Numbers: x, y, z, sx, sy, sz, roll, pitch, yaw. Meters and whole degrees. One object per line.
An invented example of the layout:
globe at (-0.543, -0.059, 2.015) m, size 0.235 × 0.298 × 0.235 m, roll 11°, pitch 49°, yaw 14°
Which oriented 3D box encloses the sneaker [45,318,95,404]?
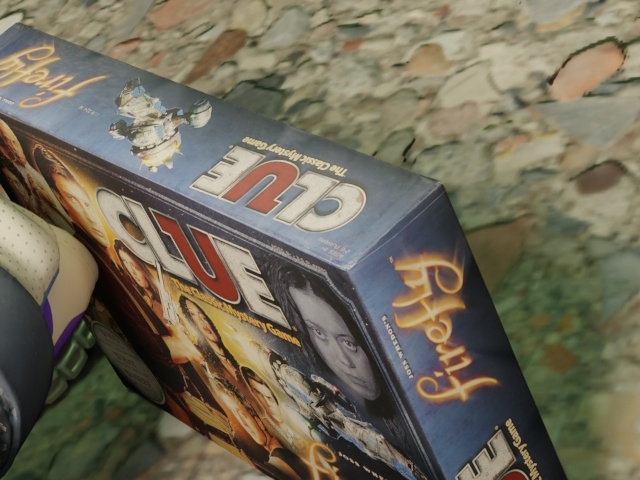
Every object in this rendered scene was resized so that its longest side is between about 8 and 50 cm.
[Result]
sneaker at (-0.126, 0.024, 0.817) m, size 0.166 × 0.065 × 0.076 m, roll -41°, pitch 21°, yaw -24°

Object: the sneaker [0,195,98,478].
sneaker at (-0.118, 0.087, 0.584) m, size 0.236 × 0.323 × 0.130 m, roll -39°, pitch -9°, yaw -41°

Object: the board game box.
board game box at (-0.024, 0.022, 0.649) m, size 0.042 × 0.165 × 0.243 m, roll -41°, pitch 37°, yaw -21°
